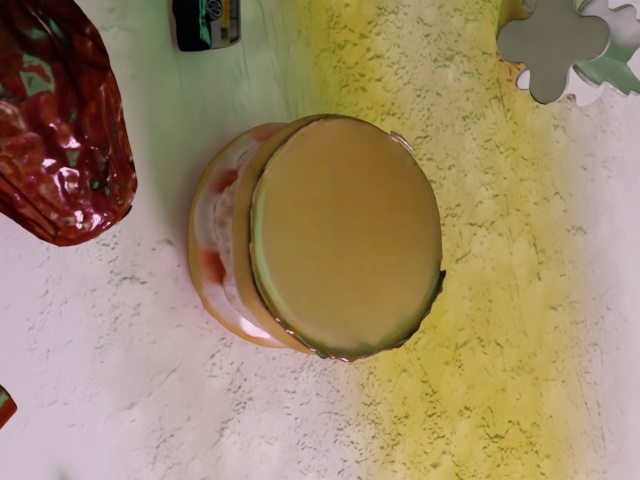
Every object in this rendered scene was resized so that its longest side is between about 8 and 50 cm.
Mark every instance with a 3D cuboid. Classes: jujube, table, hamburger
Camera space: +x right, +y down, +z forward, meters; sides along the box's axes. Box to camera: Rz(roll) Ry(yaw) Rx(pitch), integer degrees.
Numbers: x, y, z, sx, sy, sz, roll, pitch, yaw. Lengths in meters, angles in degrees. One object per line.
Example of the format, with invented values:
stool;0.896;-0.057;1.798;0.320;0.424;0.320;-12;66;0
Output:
jujube;-0.278;-0.132;1.430;0.197;0.197;0.290;-44;119;-31
table;0.357;-0.248;2.027;0.198;0.166;0.166;6;88;-49
hamburger;0.000;0.000;1.688;0.302;0.186;0.261;8;85;-32

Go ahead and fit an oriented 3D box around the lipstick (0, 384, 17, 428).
lipstick;-0.390;0.249;1.420;0.300;0.081;0.081;-50;122;-27

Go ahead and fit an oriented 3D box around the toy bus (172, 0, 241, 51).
toy bus;-0.122;-0.290;1.654;0.072;0.057;0.172;-7;96;-51
